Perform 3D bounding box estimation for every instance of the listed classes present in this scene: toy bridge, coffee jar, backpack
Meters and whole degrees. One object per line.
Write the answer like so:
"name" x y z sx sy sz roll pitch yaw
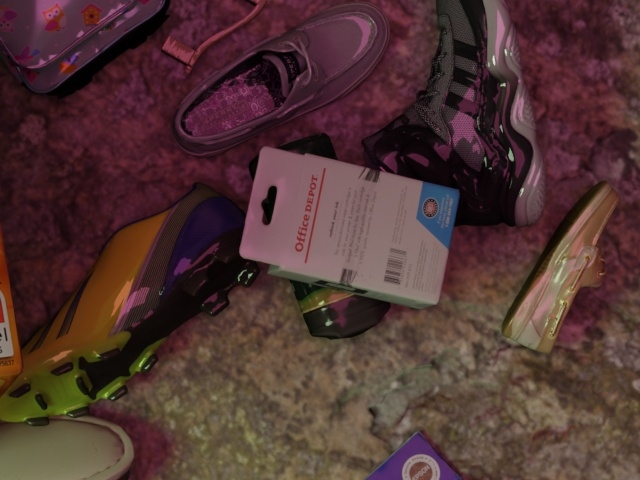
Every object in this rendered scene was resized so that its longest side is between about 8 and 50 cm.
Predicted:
"toy bridge" -0.078 -0.236 1.820 0.063 0.026 0.188 29 87 -2
"coffee jar" 0.000 0.000 1.777 0.079 0.096 0.184 -20 88 -7
"backpack" -0.247 -0.241 1.759 0.166 0.144 0.188 -36 86 2

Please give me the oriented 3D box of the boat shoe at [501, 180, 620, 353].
"boat shoe" 0.232 0.027 1.804 0.059 0.063 0.170 31 96 -3

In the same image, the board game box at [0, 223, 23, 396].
"board game box" -0.467 -0.004 1.555 0.356 0.356 0.356 -6 76 -22

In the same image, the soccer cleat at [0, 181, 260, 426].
"soccer cleat" -0.187 0.058 1.781 0.289 0.093 0.121 -36 55 -4

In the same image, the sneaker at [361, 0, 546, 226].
"sneaker" 0.106 -0.131 1.782 0.153 0.101 0.268 -13 91 -5

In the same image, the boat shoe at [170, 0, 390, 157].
"boat shoe" -0.034 -0.146 1.789 0.227 0.081 0.079 -31 89 -3

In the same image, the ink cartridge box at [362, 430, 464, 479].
"ink cartridge box" 0.151 0.368 1.785 0.176 0.069 0.371 -42 87 -3

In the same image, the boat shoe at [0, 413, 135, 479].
"boat shoe" -0.323 0.241 1.756 0.324 0.116 0.097 -14 129 -15

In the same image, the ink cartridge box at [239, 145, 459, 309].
"ink cartridge box" 0.020 -0.011 1.701 0.180 0.060 0.104 14 82 -11
